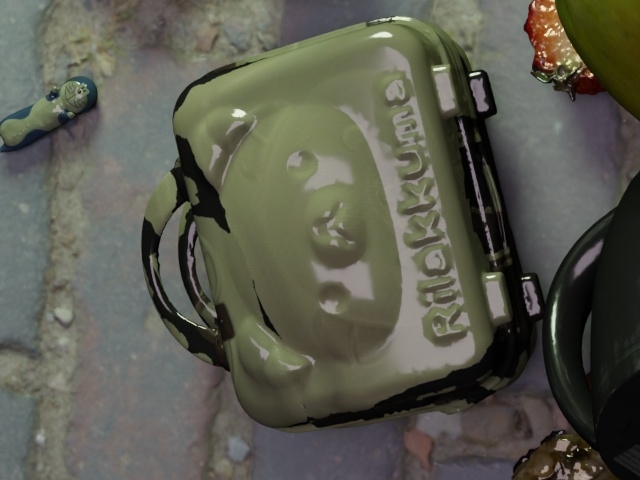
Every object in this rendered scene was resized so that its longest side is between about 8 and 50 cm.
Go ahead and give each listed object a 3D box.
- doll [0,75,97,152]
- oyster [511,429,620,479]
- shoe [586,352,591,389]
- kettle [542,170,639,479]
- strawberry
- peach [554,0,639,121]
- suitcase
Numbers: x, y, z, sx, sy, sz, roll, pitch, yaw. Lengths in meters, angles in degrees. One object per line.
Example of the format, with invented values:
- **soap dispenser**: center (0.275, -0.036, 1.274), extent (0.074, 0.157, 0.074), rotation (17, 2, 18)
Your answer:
- **doll**: center (-0.271, -0.123, 1.954), extent (0.125, 0.027, 0.037), rotation (-29, 90, 19)
- **oyster**: center (0.173, 0.326, 1.796), extent (0.129, 0.078, 0.345), rotation (33, 100, 7)
- **shoe**: center (0.278, 0.138, 1.747), extent (0.069, 0.072, 0.109), rotation (-40, 35, 22)
- **kettle**: center (0.294, 0.056, 1.648), extent (0.268, 0.207, 0.290), rotation (-31, 39, 29)
- **strawberry**: center (0.235, -0.195, 1.761), extent (0.104, 0.048, 0.152), rotation (13, 83, 26)
- **peach**: center (0.336, -0.209, 1.583), extent (0.315, 0.314, 0.281), rotation (38, 107, -4)
- **suitcase**: center (0.000, 0.000, 1.775), extent (0.339, 0.194, 0.351), rotation (-14, 87, 22)
